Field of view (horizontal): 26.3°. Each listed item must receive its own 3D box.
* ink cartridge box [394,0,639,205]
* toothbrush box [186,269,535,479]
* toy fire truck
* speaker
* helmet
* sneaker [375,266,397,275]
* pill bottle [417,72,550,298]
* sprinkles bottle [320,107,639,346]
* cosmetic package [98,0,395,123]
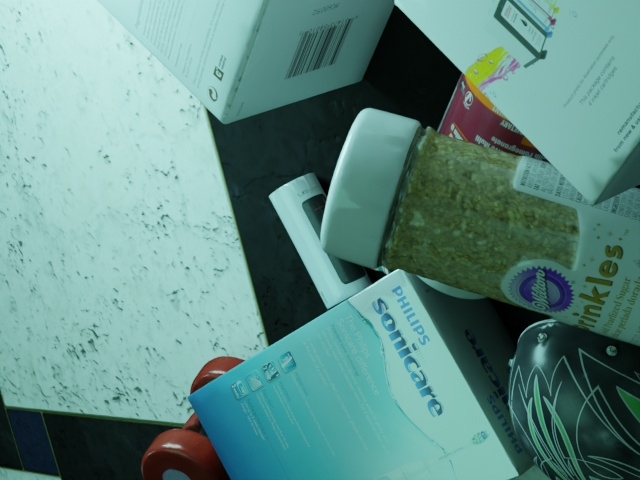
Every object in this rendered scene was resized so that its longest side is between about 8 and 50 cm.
[{"bbox_3d":[0.210,-0.180,1.018,0.232,0.171,0.168,49,136,20],"label":"ink cartridge box"},{"bbox_3d":[0.050,0.171,1.325,0.295,0.126,0.216,-34,82,32],"label":"toothbrush box"},{"bbox_3d":[-0.073,0.294,1.567,0.254,0.169,0.302,27,129,4],"label":"toy fire truck"},{"bbox_3d":[0.000,0.000,1.411,0.055,0.055,0.136,-34,81,49],"label":"speaker"},{"bbox_3d":[0.237,0.133,1.137,0.169,0.161,0.169,22,122,39],"label":"helmet"},{"bbox_3d":[0.048,-0.043,1.337,0.075,0.057,0.161,15,121,36],"label":"sneaker"},{"bbox_3d":[0.151,-0.061,1.172,0.121,0.121,0.221,42,133,26],"label":"pill bottle"},{"bbox_3d":[0.183,0.002,1.051,0.355,0.121,0.121,17,124,7],"label":"sprinkles bottle"},{"bbox_3d":[-0.119,-0.292,1.301,0.365,0.197,0.155,44,134,22],"label":"cosmetic package"}]
